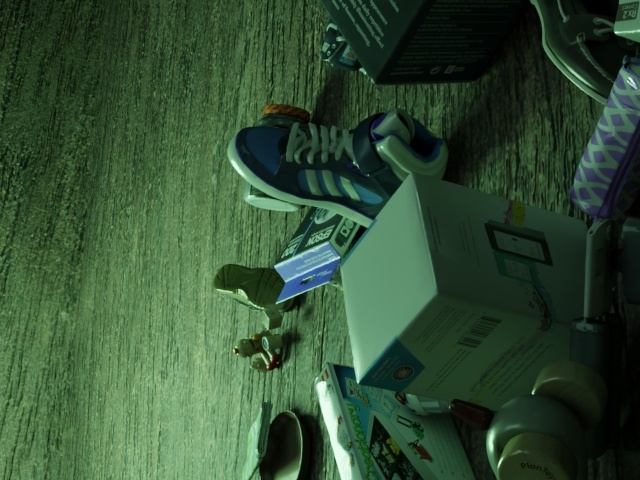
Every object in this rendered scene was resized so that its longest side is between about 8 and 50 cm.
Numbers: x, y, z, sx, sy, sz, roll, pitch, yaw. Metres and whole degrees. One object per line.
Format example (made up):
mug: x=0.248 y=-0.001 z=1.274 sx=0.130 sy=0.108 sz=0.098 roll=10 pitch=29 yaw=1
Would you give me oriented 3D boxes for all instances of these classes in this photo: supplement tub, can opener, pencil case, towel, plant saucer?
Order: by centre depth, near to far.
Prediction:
can opener: x=0.339 y=0.113 z=1.480 sx=0.095 sy=0.076 sz=0.283 roll=7 pitch=103 yaw=36
pencil case: x=0.370 y=-0.118 z=1.545 sx=0.088 sy=0.086 sz=0.206 roll=-100 pitch=21 yaw=-55
plant saucer: x=-0.060 y=0.386 z=2.277 sx=0.168 sy=0.029 sz=0.168 roll=-39 pitch=44 yaw=51
towel: x=-0.120 y=0.372 z=2.357 sx=0.152 sy=0.023 sz=0.113 roll=116 pitch=166 yaw=-55
supplement tub: x=-0.078 y=-0.158 z=2.472 sx=0.117 sy=0.117 sz=0.190 roll=-10 pitch=69 yaw=63

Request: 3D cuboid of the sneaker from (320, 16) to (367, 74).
sneaker: x=0.082 y=-0.386 z=2.268 sx=0.282 sy=0.099 sz=0.153 roll=165 pitch=120 yaw=-69

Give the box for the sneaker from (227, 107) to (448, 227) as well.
sneaker: x=0.039 y=-0.152 z=1.998 sx=0.236 sy=0.323 sz=0.130 roll=122 pitch=167 yaw=-48

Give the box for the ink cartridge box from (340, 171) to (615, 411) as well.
ink cartridge box: x=0.196 y=0.075 z=1.619 sx=0.198 sy=0.270 sz=0.197 roll=-53 pitch=33 yaw=40

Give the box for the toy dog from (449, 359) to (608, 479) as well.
toy dog: x=0.219 y=0.289 z=1.464 sx=0.161 sy=0.220 sz=0.333 roll=14 pitch=107 yaw=22

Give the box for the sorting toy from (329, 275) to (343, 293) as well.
sorting toy: x=0.044 y=0.071 z=2.159 sx=0.083 sy=0.075 sz=0.045 roll=2 pitch=80 yaw=65

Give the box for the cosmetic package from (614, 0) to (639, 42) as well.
cosmetic package: x=0.443 y=-0.274 z=1.378 sx=0.151 sy=0.184 sz=0.151 roll=8 pitch=85 yaw=64

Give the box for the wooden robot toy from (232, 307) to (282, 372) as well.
wooden robot toy: x=-0.122 y=0.201 z=2.405 sx=0.076 sy=0.079 sz=0.173 roll=62 pitch=148 yaw=29

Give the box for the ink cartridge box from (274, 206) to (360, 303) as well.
ink cartridge box: x=0.000 y=0.000 z=2.229 sx=0.206 sy=0.045 sz=0.208 roll=-26 pitch=31 yaw=58

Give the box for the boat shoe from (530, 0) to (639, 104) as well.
boat shoe: x=0.346 y=-0.296 z=1.674 sx=0.335 sy=0.112 sz=0.095 roll=-103 pitch=31 yaw=-49

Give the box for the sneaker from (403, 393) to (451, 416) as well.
sneaker: x=0.208 y=0.142 z=1.809 sx=0.132 sy=0.086 sz=0.228 roll=-2 pitch=64 yaw=41

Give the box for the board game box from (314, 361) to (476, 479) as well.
board game box: x=0.115 y=0.304 z=1.766 sx=0.053 sy=0.193 sz=0.305 roll=-60 pitch=30 yaw=31

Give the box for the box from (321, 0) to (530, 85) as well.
box: x=0.174 y=-0.466 z=1.873 sx=0.293 sy=0.212 sz=0.395 roll=61 pitch=140 yaw=27

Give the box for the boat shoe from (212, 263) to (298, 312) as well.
boat shoe: x=-0.113 y=0.097 z=2.477 sx=0.223 sy=0.073 sz=0.080 roll=13 pitch=75 yaw=45
